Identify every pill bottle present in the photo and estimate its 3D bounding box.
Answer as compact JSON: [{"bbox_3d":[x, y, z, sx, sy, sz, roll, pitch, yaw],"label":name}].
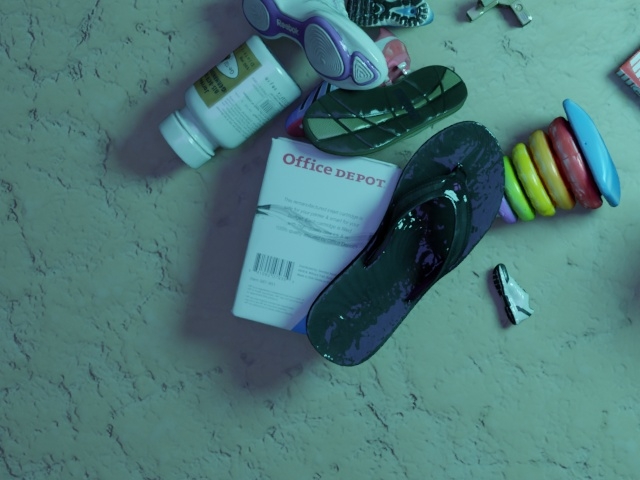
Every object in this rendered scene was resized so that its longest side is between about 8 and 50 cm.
[{"bbox_3d":[-0.157,-0.231,1.585,0.229,0.131,0.131,-38,88,7],"label":"pill bottle"}]

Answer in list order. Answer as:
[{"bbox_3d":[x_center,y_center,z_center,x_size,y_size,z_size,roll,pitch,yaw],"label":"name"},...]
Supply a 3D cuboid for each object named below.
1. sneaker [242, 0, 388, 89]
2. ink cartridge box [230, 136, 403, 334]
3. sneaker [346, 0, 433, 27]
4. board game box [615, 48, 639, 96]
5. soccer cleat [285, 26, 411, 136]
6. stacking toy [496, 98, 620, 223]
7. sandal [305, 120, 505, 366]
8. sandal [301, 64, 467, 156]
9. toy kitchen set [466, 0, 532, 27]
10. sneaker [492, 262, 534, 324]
[{"bbox_3d":[0.013,-0.357,1.520,0.305,0.152,0.114,40,141,28],"label":"sneaker"},{"bbox_3d":[0.000,0.000,1.577,0.223,0.129,0.307,14,94,6],"label":"ink cartridge box"},{"bbox_3d":[0.118,-0.385,1.580,0.162,0.073,0.063,18,100,26],"label":"sneaker"},{"bbox_3d":[0.611,-0.297,1.532,0.193,0.045,0.147,-44,87,7],"label":"board game box"},{"bbox_3d":[0.039,-0.267,1.593,0.248,0.083,0.095,-33,68,9],"label":"soccer cleat"},{"bbox_3d":[0.328,-0.088,1.536,0.302,0.166,0.175,-25,74,18],"label":"stacking toy"},{"bbox_3d":[0.148,0.015,1.454,0.168,0.107,0.445,34,93,-7],"label":"sandal"},{"bbox_3d":[0.110,-0.203,1.542,0.303,0.086,0.120,-19,76,-24],"label":"sandal"},{"bbox_3d":[0.299,-0.379,1.554,0.083,0.068,0.075,-33,88,8],"label":"toy kitchen set"},{"bbox_3d":[0.330,0.088,1.592,0.044,0.040,0.109,-22,94,-9],"label":"sneaker"}]
